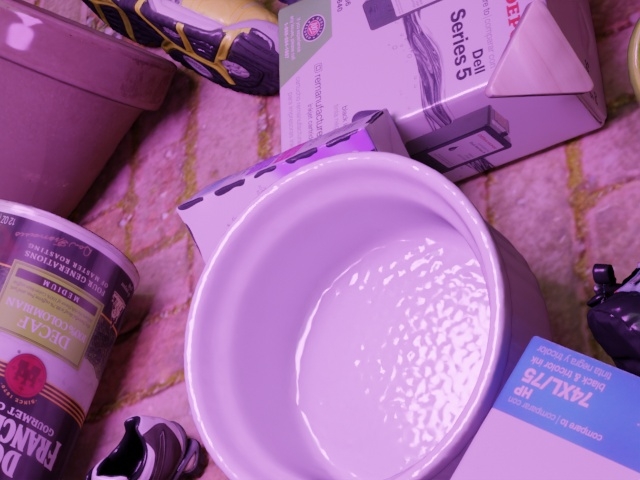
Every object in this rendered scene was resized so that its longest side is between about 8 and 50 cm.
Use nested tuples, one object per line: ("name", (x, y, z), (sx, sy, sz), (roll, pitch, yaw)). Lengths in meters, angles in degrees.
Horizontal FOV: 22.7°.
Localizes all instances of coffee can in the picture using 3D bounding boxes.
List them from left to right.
("coffee can", (-0.312, 0.125, 1.510), (0.202, 0.201, 0.275), (1, 62, 37))

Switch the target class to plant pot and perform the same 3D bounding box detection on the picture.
("plant pot", (-0.309, -0.129, 1.680), (0.263, 0.263, 0.229), (26, 97, 44))

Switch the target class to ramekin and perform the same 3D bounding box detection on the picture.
("ramekin", (0.043, 0.082, 1.225), (0.277, 0.135, 0.277), (-11, 68, 29))

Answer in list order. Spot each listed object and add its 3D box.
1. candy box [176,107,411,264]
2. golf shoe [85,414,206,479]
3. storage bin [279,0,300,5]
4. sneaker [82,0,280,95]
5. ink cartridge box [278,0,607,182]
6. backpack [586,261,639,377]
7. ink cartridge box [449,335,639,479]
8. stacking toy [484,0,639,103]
("candy box", (0.000, 0.000, 1.386), (0.196, 0.164, 0.070), (-21, 11, 24))
("golf shoe", (-0.188, 0.243, 1.415), (0.077, 0.094, 0.198), (15, 73, 41))
("storage bin", (0.024, -0.252, 1.591), (0.135, 0.098, 0.091), (-19, 58, -5))
("sneaker", (-0.139, -0.274, 1.695), (0.385, 0.145, 0.147), (33, 81, 42))
("ink cartridge box", (0.104, -0.160, 1.452), (0.273, 0.115, 0.198), (-21, 51, 25))
("backpack", (0.299, 0.048, 1.149), (0.182, 0.152, 0.115), (-39, 28, -12))
("ink cartridge box", (0.189, 0.245, 1.056), (0.197, 0.198, 0.270), (22, 75, 43))
("stacking toy", (0.256, -0.227, 1.331), (0.130, 0.309, 0.279), (178, 99, -83))
